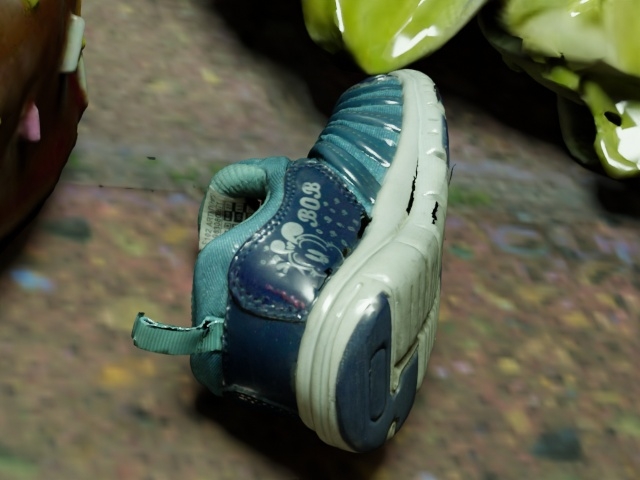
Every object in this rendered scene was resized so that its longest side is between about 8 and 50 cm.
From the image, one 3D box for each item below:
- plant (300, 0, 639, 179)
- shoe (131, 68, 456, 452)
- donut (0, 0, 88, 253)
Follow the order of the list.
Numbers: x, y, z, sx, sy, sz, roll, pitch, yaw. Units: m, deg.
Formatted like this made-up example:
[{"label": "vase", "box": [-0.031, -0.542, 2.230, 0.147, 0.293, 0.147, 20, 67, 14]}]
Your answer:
[{"label": "plant", "box": [0.130, -0.155, 0.645, 0.306, 0.297, 0.261, -39, 97, -45]}, {"label": "shoe", "box": [0.000, 0.000, 0.541, 0.071, 0.064, 0.143, 10, 34, 8]}, {"label": "donut", "box": [-0.171, -0.076, 0.495, 0.216, 0.096, 0.230, -25, 62, -43]}]
